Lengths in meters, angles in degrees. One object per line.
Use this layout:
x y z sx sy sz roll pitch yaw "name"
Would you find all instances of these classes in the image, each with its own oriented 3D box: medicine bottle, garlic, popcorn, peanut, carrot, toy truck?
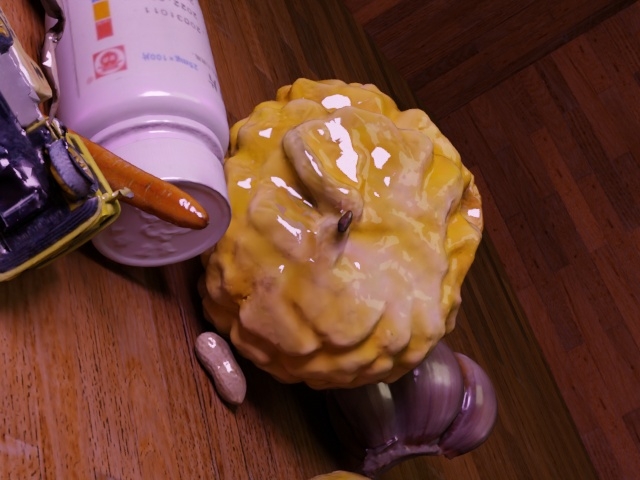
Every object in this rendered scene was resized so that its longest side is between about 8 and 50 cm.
-0.182 -0.131 1.071 0.170 0.170 0.293 39 29 -51 "medicine bottle"
0.111 0.185 1.320 0.160 0.214 0.191 79 -3 -61 "garlic"
0.000 0.000 1.205 0.349 0.349 0.381 57 -27 -9 "popcorn"
-0.102 0.133 1.102 0.083 0.037 0.037 66 16 5 "peanut"
-0.195 -0.065 0.934 0.247 0.043 0.043 26 2 24 "carrot"
-0.269 -0.104 0.864 0.272 0.124 0.157 58 6 4 "toy truck"

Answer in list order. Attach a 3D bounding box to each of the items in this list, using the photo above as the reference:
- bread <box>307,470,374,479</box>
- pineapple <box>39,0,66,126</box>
0.032 0.334 0.955 0.270 0.148 0.270 50 17 -20 "bread"
-0.282 -0.140 0.601 0.262 0.271 0.262 53 16 -23 "pineapple"
